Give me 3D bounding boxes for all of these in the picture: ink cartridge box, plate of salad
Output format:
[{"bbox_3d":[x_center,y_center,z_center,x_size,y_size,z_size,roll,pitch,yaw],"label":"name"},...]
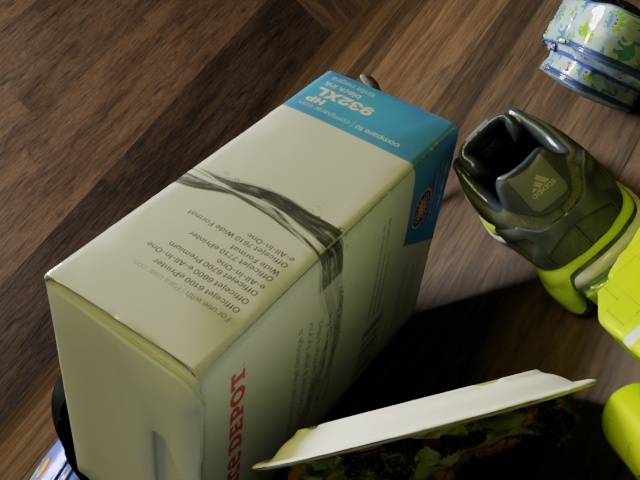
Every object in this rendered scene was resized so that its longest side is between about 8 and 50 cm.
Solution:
[{"bbox_3d":[-0.039,0.046,0.624,0.307,0.129,0.223,-43,-27,-40],"label":"ink cartridge box"},{"bbox_3d":[0.060,0.114,0.470,0.199,0.048,0.200,-13,-13,-3],"label":"plate of salad"}]

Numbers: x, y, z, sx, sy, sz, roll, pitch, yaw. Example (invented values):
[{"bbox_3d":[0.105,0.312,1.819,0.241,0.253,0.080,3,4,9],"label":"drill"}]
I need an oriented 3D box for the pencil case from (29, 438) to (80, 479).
[{"bbox_3d":[-0.301,0.328,0.917,0.133,0.119,0.306,106,-170,-48],"label":"pencil case"}]

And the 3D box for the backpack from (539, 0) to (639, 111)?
[{"bbox_3d":[0.255,-0.161,0.719,0.114,0.105,0.084,-107,40,-72],"label":"backpack"}]

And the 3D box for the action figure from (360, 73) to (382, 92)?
[{"bbox_3d":[0.000,0.000,0.998,0.330,0.178,0.341,-47,41,22],"label":"action figure"}]

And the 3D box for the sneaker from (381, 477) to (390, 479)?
[{"bbox_3d":[0.024,0.187,0.528,0.094,0.080,0.212,-37,10,-34],"label":"sneaker"}]

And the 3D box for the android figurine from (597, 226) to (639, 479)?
[{"bbox_3d":[0.233,0.023,0.381,0.248,0.056,0.273,-45,15,6],"label":"android figurine"}]

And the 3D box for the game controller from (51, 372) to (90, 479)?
[{"bbox_3d":[-0.108,0.073,0.734,0.319,0.067,0.166,-48,-16,-33],"label":"game controller"}]

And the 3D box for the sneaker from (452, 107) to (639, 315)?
[{"bbox_3d":[0.161,-0.054,0.650,0.111,0.121,0.300,-44,15,7],"label":"sneaker"}]
